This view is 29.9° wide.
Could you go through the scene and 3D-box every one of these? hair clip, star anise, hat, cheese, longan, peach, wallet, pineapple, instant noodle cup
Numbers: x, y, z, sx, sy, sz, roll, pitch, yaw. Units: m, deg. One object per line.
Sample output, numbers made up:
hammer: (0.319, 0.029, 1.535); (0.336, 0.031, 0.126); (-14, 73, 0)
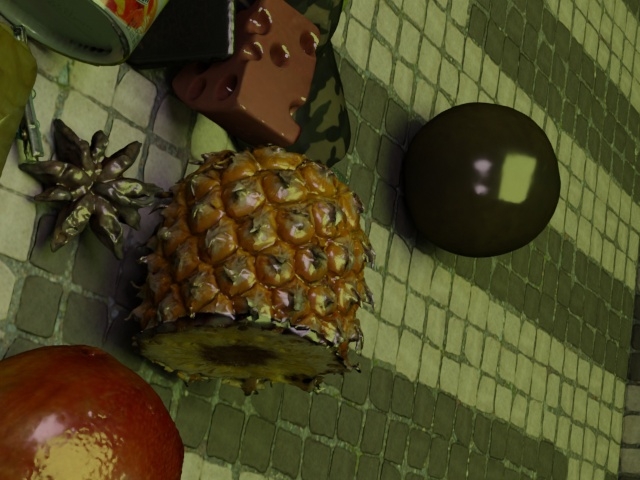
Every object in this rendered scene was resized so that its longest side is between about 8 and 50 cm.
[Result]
hair clip: (-0.377, -0.181, 1.502); (0.049, 0.049, 0.172); (-7, 90, -55)
star anise: (-0.300, -0.068, 1.559); (0.182, 0.065, 0.195); (34, 68, -21)
hat: (-0.022, -0.292, 1.845); (0.366, 0.257, 0.381); (-45, 109, -32)
cheese: (-0.087, -0.209, 1.674); (0.128, 0.203, 0.177); (34, 25, -38)
longan: (0.308, -0.115, 2.280); (0.319, 0.319, 0.318); (4, 85, -55)
peach: (-0.328, 0.285, 1.335); (0.290, 0.372, 0.372); (48, 42, 0)
wallet: (-0.190, -0.401, 1.672); (0.044, 0.171, 0.321); (10, 80, -70)
pineapple: (-0.092, 0.043, 1.668); (0.352, 0.352, 0.300); (43, 45, -45)
instant noodle cup: (-0.287, -0.354, 1.479); (0.264, 0.264, 0.200); (45, 63, -44)

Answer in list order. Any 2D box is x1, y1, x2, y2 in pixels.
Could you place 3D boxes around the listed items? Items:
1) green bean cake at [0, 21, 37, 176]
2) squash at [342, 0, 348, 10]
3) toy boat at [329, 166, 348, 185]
green bean cake: (-0.442, -0.168, 1.337); (0.233, 0.124, 0.236); (39, 58, -47)
squash: (0.021, -0.452, 2.042); (0.095, 0.095, 0.188); (42, 56, -46)
toy boat: (0.000, 0.000, 1.993); (0.078, 0.085, 0.260); (42, 55, -47)
